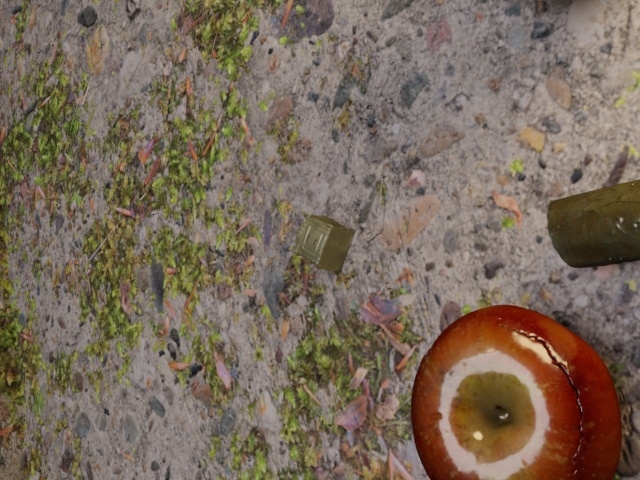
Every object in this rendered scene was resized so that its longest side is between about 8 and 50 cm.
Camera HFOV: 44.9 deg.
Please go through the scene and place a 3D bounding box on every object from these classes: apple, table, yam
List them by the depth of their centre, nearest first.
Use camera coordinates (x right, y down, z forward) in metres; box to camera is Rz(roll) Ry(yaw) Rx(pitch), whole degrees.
[{"bbox_3d":[0.404,-0.027,0.922,0.259,0.106,0.106,-14,75,43],"label":"yam"},{"bbox_3d":[0.248,0.219,0.971,0.251,0.206,0.272,-37,62,23],"label":"apple"},{"bbox_3d":[0.000,0.000,1.336,0.083,0.062,0.079,31,105,43],"label":"table"}]
